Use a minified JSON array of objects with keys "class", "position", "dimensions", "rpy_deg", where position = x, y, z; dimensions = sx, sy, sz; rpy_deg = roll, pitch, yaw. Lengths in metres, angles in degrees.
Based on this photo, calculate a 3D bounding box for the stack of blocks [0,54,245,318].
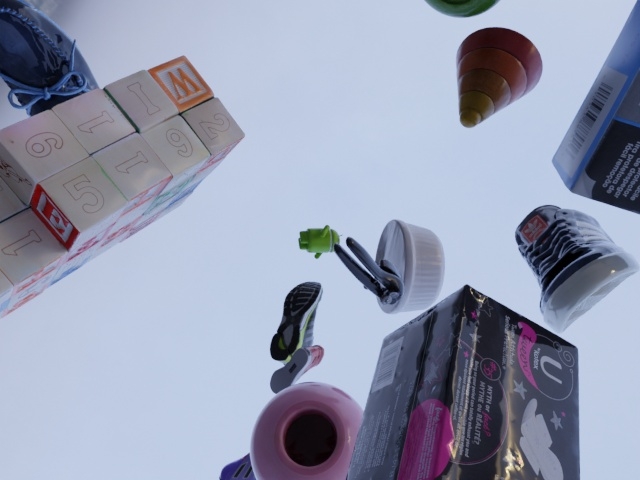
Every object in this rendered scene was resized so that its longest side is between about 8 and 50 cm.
[{"class":"stack of blocks","position":[-0.221,-0.023,0.405],"dimensions":[0.297,0.087,0.171],"rpy_deg":[-43,-171,-39]}]

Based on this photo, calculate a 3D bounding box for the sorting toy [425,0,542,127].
[{"class":"sorting toy","position":[0.159,-0.277,0.605],"dimensions":[0.127,0.365,0.126],"rpy_deg":[7,-123,43]}]

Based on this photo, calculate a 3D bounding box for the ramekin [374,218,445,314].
[{"class":"ramekin","position":[0.253,0.078,1.430],"dimensions":[0.127,0.273,0.273],"rpy_deg":[5,-129,-12]}]

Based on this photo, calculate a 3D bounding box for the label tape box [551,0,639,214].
[{"class":"label tape box","position":[0.449,-0.118,0.485],"dimensions":[0.334,0.240,0.106],"rpy_deg":[18,-151,3]}]

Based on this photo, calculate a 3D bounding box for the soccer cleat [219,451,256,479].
[{"class":"soccer cleat","position":[-0.129,0.583,1.365],"dimensions":[0.318,0.116,0.108],"rpy_deg":[-14,-172,2]}]

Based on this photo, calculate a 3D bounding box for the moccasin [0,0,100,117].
[{"class":"moccasin","position":[-0.418,-0.235,0.826],"dimensions":[0.138,0.342,0.117],"rpy_deg":[-26,-124,3]}]

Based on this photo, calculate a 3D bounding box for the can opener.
[{"class":"can opener","position":[0.084,0.055,0.863],"dimensions":[0.059,0.186,0.073],"rpy_deg":[-39,-141,19]}]

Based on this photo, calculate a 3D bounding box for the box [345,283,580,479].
[{"class":"box","position":[0.125,0.199,0.458],"dimensions":[0.163,0.142,0.247],"rpy_deg":[-50,-167,51]}]

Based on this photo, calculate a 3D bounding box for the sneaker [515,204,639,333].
[{"class":"sneaker","position":[0.327,0.020,0.682],"dimensions":[0.131,0.350,0.148],"rpy_deg":[-48,-111,21]}]

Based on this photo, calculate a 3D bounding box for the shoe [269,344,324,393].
[{"class":"shoe","position":[-0.061,0.348,1.347],"dimensions":[0.178,0.081,0.063],"rpy_deg":[-52,-120,25]}]

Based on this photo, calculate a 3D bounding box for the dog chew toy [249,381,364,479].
[{"class":"dog chew toy","position":[-0.011,0.382,0.899],"dimensions":[0.206,0.332,0.206],"rpy_deg":[-1,-121,2]}]

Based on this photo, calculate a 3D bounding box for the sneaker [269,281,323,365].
[{"class":"sneaker","position":[-0.063,0.259,1.544],"dimensions":[0.111,0.121,0.300],"rpy_deg":[6,-127,27]}]

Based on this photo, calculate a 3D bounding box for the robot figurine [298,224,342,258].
[{"class":"robot figurine","position":[0.000,0.000,1.333],"dimensions":[0.115,0.101,0.067],"rpy_deg":[1,-136,-13]}]
